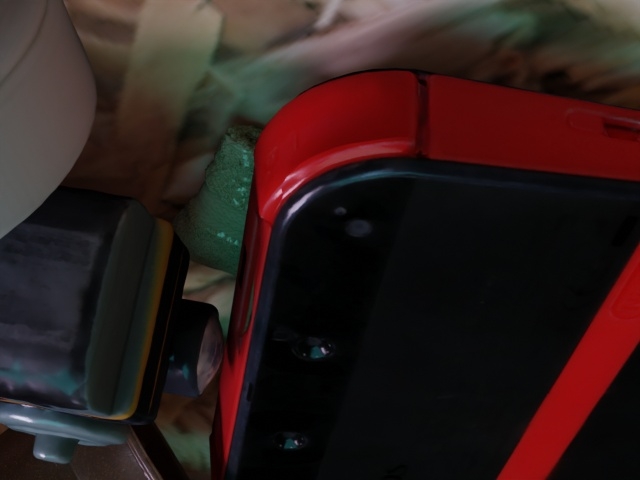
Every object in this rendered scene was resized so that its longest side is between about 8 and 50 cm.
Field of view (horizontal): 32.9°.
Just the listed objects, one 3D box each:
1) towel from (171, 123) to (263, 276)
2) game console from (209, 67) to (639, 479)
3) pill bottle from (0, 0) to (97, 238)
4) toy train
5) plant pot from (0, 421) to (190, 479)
[{"bbox_3d":[0.000,0.000,0.583,0.148,0.027,0.110,25,138,-11],"label":"towel"},{"bbox_3d":[0.118,0.075,0.597,0.342,0.060,0.386,6,141,-6],"label":"game console"},{"bbox_3d":[-0.212,-0.158,0.332,0.204,0.204,0.361,0,138,18],"label":"pill bottle"},{"bbox_3d":[-0.218,0.021,0.554,0.334,0.142,0.190,11,166,5],"label":"toy train"},{"bbox_3d":[-0.168,0.183,0.686,0.165,0.167,0.167,-33,132,-7],"label":"plant pot"}]
